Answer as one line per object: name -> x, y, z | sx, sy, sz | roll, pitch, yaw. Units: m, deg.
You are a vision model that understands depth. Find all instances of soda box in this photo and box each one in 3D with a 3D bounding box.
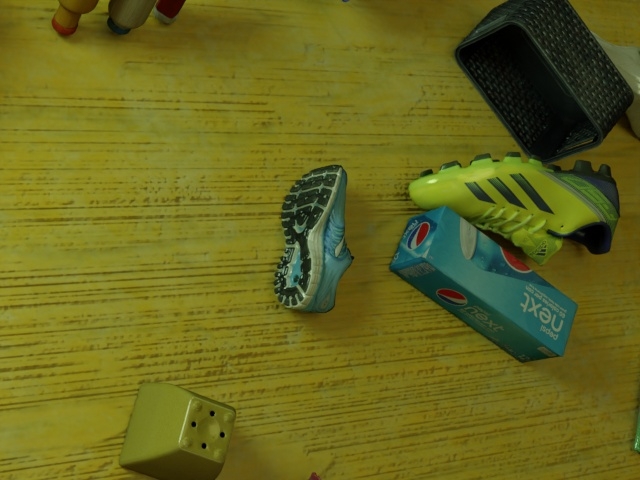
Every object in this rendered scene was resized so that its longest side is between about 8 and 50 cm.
soda box -> 0.181, 0.051, 1.384 | 0.210, 0.067, 0.071 | 35, 62, -23

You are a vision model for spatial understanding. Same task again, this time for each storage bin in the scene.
storage bin -> 0.258, -0.190, 1.459 | 0.180, 0.122, 0.084 | 50, 57, -14

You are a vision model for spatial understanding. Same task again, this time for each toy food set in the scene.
toy food set -> -0.169, -0.280, 1.235 | 0.111, 0.104, 0.232 | 31, 45, -9

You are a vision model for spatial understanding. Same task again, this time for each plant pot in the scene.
plant pot -> -0.121, 0.175, 1.144 | 0.081, 0.083, 0.081 | 25, 67, -27

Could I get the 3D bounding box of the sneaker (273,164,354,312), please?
sneaker -> 0.000, 0.000, 1.292 | 0.073, 0.063, 0.162 | 29, 67, -44

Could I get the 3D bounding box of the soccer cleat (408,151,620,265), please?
soccer cleat -> 0.227, -0.032, 1.422 | 0.289, 0.093, 0.121 | 2, 84, -33

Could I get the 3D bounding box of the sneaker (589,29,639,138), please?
sneaker -> 0.403, -0.197, 1.592 | 0.212, 0.080, 0.094 | 30, 52, -23

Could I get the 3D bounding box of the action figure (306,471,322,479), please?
action figure -> -0.023, 0.351, 1.103 | 0.370, 0.248, 0.276 | -55, 146, -55

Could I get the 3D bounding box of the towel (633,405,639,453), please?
towel -> 0.532, 0.202, 1.600 | 0.325, 0.038, 0.248 | 25, 65, -27
